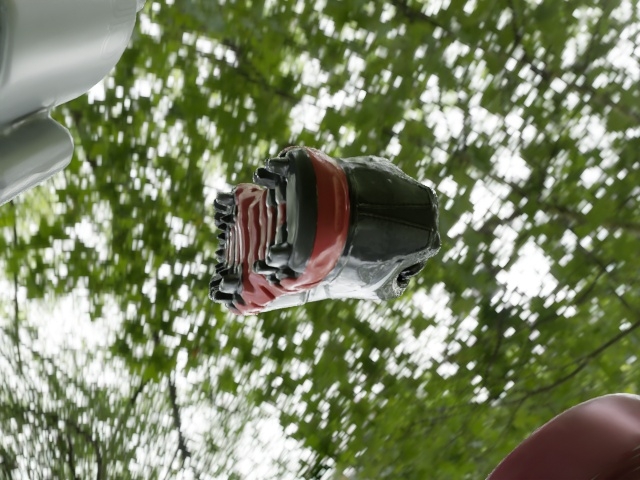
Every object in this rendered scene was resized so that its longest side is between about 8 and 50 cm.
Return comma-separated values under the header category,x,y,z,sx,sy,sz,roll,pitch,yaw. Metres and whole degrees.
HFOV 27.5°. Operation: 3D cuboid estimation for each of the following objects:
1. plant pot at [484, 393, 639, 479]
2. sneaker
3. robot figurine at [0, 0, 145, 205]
category,x,y,z,sx,sy,sz,roll,pitch,yaw
plant pot,0.192,0.216,0.740,0.201,0.201,0.180,-31,-137,-20
sneaker,0.000,0.000,0.906,0.135,0.276,0.098,2,-99,-17
robot figurine,-0.261,-0.170,0.888,0.300,0.199,0.353,66,-151,-8
